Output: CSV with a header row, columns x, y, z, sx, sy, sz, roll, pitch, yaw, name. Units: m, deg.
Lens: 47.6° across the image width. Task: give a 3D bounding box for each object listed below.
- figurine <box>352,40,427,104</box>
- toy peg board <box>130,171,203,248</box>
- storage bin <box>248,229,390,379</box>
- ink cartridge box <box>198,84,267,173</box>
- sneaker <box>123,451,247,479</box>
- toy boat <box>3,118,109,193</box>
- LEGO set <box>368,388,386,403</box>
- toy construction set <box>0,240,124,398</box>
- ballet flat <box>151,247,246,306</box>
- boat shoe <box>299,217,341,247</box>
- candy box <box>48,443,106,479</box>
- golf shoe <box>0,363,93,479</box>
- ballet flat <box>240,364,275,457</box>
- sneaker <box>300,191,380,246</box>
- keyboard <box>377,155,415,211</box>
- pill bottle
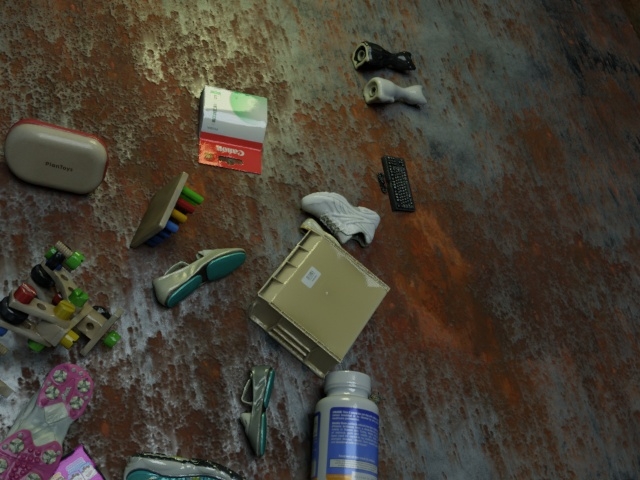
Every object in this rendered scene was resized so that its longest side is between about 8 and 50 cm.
x,y,z,sx,sy,sz,roll,pitch,yaw,name
0.229,-0.514,2.278,0.210,0.092,0.214,-3,68,-31,figurine
-0.357,-0.056,1.727,0.079,0.161,0.160,33,54,-25,toy peg board
-0.005,0.151,1.805,0.260,0.123,0.262,40,56,-1,storage bin
-0.236,-0.302,1.967,0.181,0.056,0.224,8,60,-21,ink cartridge box
-0.275,0.515,1.523,0.276,0.107,0.109,13,80,-14,sneaker
-0.616,-0.213,1.708,0.231,0.151,0.151,13,30,-20,toy boat
0.119,0.395,1.803,0.083,0.023,0.054,19,56,-1,LEGO set
-0.550,0.189,1.490,0.237,0.257,0.309,44,75,-14,toy construction set
-0.294,0.068,1.741,0.248,0.086,0.086,-31,81,-33,ballet flat
0.000,0.000,1.930,0.135,0.050,0.045,41,58,11,boat shoe
-0.473,0.543,1.413,0.159,0.071,0.233,-32,80,-34,candy box
-0.556,0.388,1.410,0.115,0.140,0.306,40,50,-15,golf shoe
-0.150,0.388,1.659,0.068,0.072,0.213,3,60,6,ballet flat
0.051,-0.051,1.956,0.232,0.090,0.115,19,62,-15,sneaker
0.219,-0.168,2.132,0.108,0.023,0.180,2,64,-24,keyboard
0.059,0.446,1.666,0.152,0.152,0.271,15,60,-18,pill bottle
